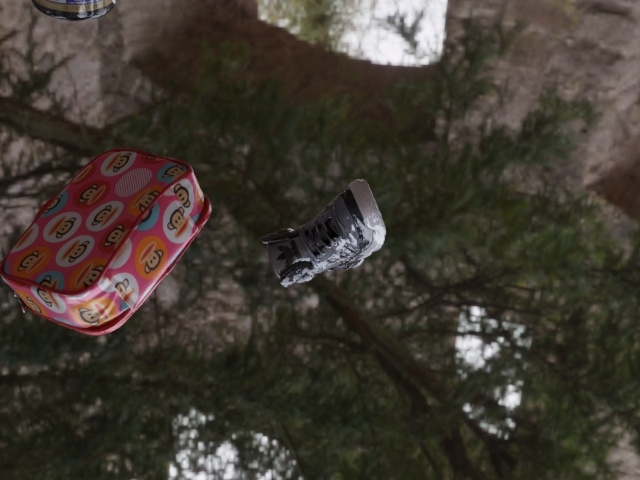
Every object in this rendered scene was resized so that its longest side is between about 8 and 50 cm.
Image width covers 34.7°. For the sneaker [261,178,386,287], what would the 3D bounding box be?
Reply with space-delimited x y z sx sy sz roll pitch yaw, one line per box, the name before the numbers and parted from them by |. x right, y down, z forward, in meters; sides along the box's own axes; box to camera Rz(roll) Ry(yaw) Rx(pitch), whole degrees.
sneaker | 0.000 0.000 1.523 0.153 0.268 0.101 -20 -103 -15

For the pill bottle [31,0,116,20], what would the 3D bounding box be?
pill bottle | -0.346 -0.428 1.424 0.122 0.219 0.123 5 -142 -4

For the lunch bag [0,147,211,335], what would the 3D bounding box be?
lunch bag | -0.335 -0.010 1.538 0.258 0.120 0.293 13 -126 36
